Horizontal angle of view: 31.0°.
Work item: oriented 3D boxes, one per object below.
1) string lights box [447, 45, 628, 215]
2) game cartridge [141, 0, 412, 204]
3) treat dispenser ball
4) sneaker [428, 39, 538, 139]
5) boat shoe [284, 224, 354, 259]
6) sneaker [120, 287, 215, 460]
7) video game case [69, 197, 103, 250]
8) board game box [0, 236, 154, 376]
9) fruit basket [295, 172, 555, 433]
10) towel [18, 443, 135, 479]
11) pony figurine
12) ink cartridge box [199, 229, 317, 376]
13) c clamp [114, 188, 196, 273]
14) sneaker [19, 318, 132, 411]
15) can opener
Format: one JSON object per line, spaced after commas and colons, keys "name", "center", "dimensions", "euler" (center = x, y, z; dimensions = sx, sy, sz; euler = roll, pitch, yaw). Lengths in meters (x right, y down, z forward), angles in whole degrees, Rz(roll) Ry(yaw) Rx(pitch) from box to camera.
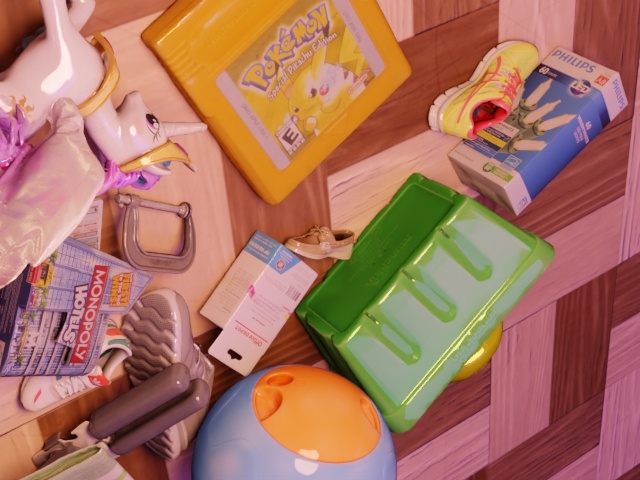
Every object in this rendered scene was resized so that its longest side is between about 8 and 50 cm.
{"name": "string lights box", "center": [0.340, -0.173, 1.806], "dimensions": [0.259, 0.133, 0.077], "euler": [-45, 136, -10]}
{"name": "game cartridge", "center": [-0.041, -0.240, 1.492], "dimensions": [0.285, 0.052, 0.324], "euler": [-45, 138, -9]}
{"name": "treat dispenser ball", "center": [-0.036, 0.317, 1.615], "dimensions": [0.288, 0.288, 0.288], "euler": [-22, 129, -29]}
{"name": "sneaker", "center": [0.265, -0.218, 1.740], "dimensions": [0.208, 0.094, 0.081], "euler": [-43, 135, -13]}
{"name": "boat shoe", "center": [0.000, 0.000, 1.691], "dimensions": [0.135, 0.050, 0.045], "euler": [1, 113, -53]}
{"name": "sneaker", "center": [-0.204, 0.170, 1.605], "dimensions": [0.115, 0.105, 0.281], "euler": [-36, 143, -40]}
{"name": "video game case", "center": [-0.316, 0.008, 1.444], "dimensions": [0.087, 0.011, 0.122], "euler": [-12, 124, -36]}
{"name": "board game box", "center": [-0.301, 0.079, 1.422], "dimensions": [0.194, 0.060, 0.194], "euler": [7, 98, -52]}
{"name": "fruit basket", "center": [0.189, 0.124, 1.799], "dimensions": [0.392, 0.283, 0.392], "euler": [-8, 109, -23]}
{"name": "towel", "center": [-0.348, 0.394, 1.567], "dimensions": [0.247, 0.038, 0.325], "euler": [-27, 145, -3]}
{"name": "pony figurine", "center": [-0.312, -0.135, 1.199], "dimensions": [0.351, 0.302, 0.363], "euler": [-43, 122, -23]}
{"name": "ink cartridge box", "center": [-0.097, 0.090, 1.639], "dimensions": [0.181, 0.061, 0.104], "euler": [-55, 139, -6]}
{"name": "c clamp", "center": [-0.207, -0.026, 1.476], "dimensions": [0.160, 0.022, 0.137], "euler": [20, 69, -55]}
{"name": "sneaker", "center": [-0.316, 0.173, 1.504], "dimensions": [0.161, 0.075, 0.057], "euler": [-39, 136, -15]}
{"name": "can opener", "center": [-0.271, 0.266, 1.525], "dimensions": [0.283, 0.095, 0.076], "euler": [-32, 121, 23]}
